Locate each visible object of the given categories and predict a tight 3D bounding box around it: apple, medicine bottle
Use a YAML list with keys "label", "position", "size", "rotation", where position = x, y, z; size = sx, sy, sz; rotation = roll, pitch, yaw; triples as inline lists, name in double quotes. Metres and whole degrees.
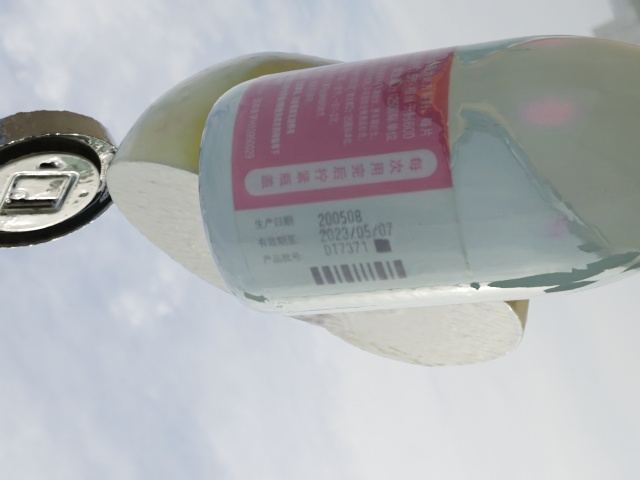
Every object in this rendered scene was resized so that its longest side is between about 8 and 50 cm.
- label: "apple"
  position: [0.000, 0.000, 0.929]
  size: [0.360, 0.312, 0.320]
  rotation: [85, 161, -73]
- label: "medicine bottle"
  position: [0.072, -0.025, 0.358]
  size: [0.090, 0.217, 0.090]
  rotation: [-5, -90, -71]

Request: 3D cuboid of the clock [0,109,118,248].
- label: "clock"
  position: [-0.330, -0.069, 1.191]
  size: [0.215, 0.215, 0.042]
  rotation: [29, -148, -59]
